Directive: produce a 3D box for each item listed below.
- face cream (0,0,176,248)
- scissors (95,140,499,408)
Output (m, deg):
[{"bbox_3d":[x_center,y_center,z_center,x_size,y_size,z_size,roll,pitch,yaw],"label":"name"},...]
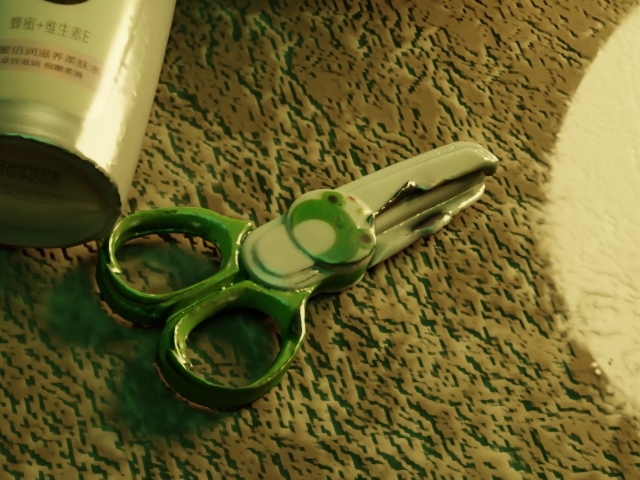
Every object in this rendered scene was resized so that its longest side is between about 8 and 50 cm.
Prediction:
[{"bbox_3d":[-0.120,-0.118,0.860,0.107,0.073,0.269,15,47,-11],"label":"face cream"},{"bbox_3d":[0.000,0.000,0.832,0.204,0.027,0.101,-27,67,-32],"label":"scissors"}]
